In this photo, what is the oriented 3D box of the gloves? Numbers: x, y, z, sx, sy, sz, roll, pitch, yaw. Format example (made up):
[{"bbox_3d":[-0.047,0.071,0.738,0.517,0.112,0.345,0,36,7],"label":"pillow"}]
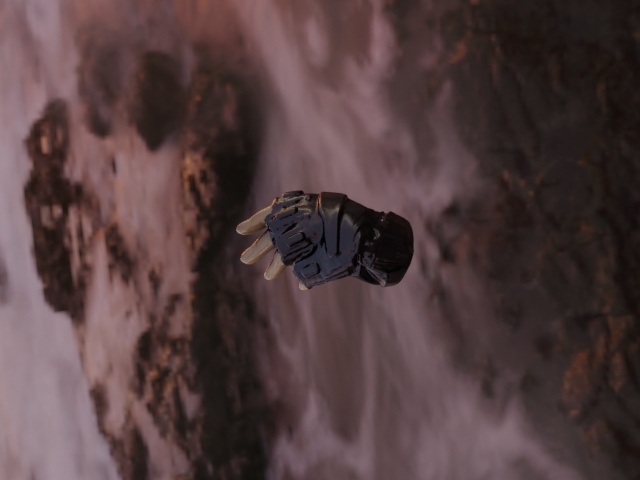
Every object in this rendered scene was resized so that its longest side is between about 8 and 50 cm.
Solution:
[{"bbox_3d":[0.000,0.000,1.518,0.164,0.203,0.124,-114,40,-80],"label":"gloves"}]
